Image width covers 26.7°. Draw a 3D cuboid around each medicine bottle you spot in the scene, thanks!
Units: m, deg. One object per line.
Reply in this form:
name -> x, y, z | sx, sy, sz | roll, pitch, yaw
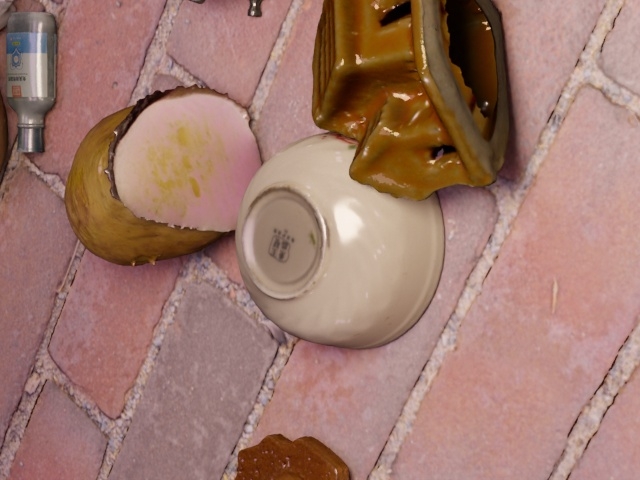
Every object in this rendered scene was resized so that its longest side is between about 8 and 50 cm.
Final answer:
medicine bottle -> -0.432, -0.236, 2.011 | 0.090, 0.053, 0.208 | 6, 96, 40

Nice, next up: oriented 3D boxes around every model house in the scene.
model house -> 0.076, -0.178, 1.504 | 0.239, 0.173, 0.268 | -12, 70, 37

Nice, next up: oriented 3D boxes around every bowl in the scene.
bowl -> 0.000, 0.000, 1.611 | 0.277, 0.145, 0.277 | 0, 91, 38

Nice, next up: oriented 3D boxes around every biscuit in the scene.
biscuit -> -0.047, 0.338, 1.731 | 0.215, 0.034, 0.182 | 2, 90, 42

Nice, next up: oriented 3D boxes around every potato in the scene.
potato -> -0.235, -0.071, 1.780 | 0.266, 0.229, 0.229 | -19, 80, 54

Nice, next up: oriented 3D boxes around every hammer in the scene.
hammer -> -0.021, -0.317, 1.693 | 0.182, 0.017, 0.062 | 4, 95, 38

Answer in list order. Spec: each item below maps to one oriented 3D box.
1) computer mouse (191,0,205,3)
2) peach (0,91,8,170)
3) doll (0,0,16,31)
computer mouse -> -0.190, -0.444, 1.731 | 0.199, 0.115, 0.389 | -54, 45, 7
peach -> -0.588, -0.186, 2.017 | 0.292, 0.247, 0.292 | -15, 72, 56
doll -> -0.524, -0.352, 2.074 | 0.227, 0.075, 0.102 | -6, 79, 51
